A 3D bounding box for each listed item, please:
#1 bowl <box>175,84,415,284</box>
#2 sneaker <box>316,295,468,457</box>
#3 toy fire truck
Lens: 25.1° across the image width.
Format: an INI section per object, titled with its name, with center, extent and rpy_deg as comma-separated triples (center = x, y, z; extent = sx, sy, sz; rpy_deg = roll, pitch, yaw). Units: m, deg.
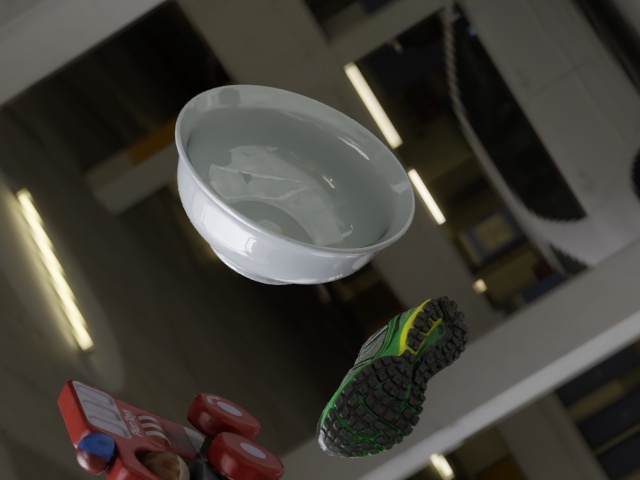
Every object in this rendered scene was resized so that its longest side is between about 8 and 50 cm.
[bowl]
center = -0.047, -0.043, 1.696
extent = 0.297, 0.134, 0.298
rpy_deg = 16, -143, -12
[sneaker]
center = 0.105, 0.234, 2.339
extent = 0.134, 0.343, 0.146
rpy_deg = 54, 143, -9
[toy fire truck]
center = -0.205, 0.287, 1.828
extent = 0.254, 0.169, 0.302
rpy_deg = 24, -172, -22
